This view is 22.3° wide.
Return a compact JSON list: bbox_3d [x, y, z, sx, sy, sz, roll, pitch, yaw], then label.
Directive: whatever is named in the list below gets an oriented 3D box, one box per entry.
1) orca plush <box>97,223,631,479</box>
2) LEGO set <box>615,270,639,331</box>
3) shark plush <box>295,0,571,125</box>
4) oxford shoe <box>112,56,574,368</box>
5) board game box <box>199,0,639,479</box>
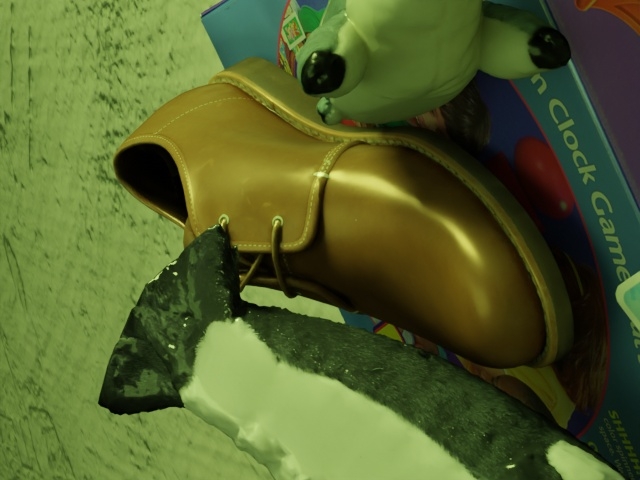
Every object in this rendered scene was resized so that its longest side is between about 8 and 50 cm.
[{"bbox_3d":[0.056,0.116,0.508,0.287,0.102,0.151,30,99,11],"label":"orca plush"},{"bbox_3d":[0.198,0.031,0.355,0.182,0.060,0.244,53,130,4],"label":"LEGO set"},{"bbox_3d":[0.025,-0.071,0.480,0.161,0.073,0.067,101,160,-85],"label":"shark plush"},{"bbox_3d":[0.000,0.000,0.543,0.212,0.076,0.076,27,137,51],"label":"oxford shoe"},{"bbox_3d":[0.100,0.039,0.572,0.347,0.078,0.233,65,157,-6],"label":"board game box"}]
